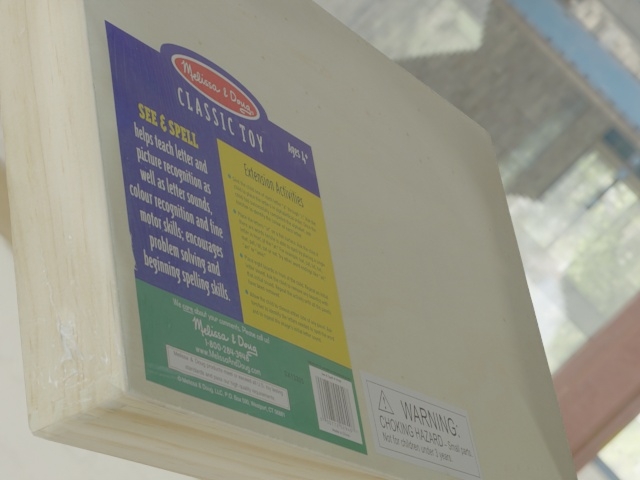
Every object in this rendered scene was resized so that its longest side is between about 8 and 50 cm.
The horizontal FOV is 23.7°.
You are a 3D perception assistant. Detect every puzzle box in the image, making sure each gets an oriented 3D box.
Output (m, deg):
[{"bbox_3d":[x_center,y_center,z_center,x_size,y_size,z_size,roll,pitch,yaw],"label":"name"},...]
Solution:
[{"bbox_3d":[0.000,0.000,0.759,0.409,0.052,0.272,28,-135,-52],"label":"puzzle box"}]
